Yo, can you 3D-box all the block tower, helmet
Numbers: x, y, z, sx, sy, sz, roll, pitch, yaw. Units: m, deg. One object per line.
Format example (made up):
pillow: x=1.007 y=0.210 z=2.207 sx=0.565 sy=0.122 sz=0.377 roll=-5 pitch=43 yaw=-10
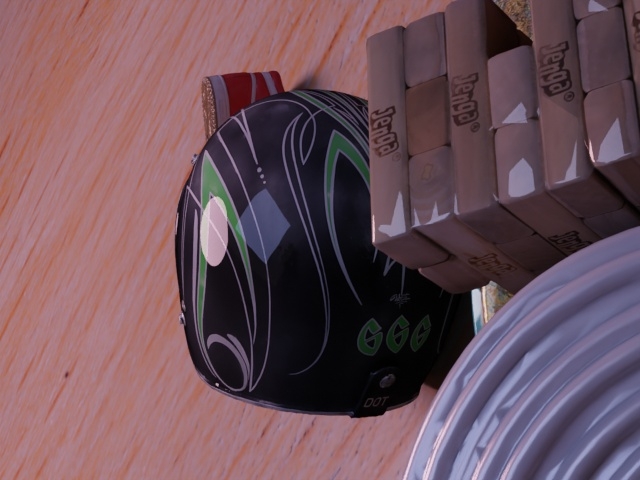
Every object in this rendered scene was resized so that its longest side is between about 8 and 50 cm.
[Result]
block tower: x=0.179 y=-0.070 z=0.436 sx=0.335 sy=0.091 sz=0.097 roll=-17 pitch=61 yaw=31
helmet: x=0.000 y=0.000 z=0.730 sx=0.169 sy=0.169 sz=0.161 roll=23 pitch=111 yaw=59

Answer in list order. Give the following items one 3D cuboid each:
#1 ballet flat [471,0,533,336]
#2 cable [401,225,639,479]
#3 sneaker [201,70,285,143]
ballet flat: x=0.131 y=-0.058 z=0.599 sx=0.123 sy=0.123 sz=0.348 roll=-31 pitch=49 yaw=49
cable: x=0.140 y=0.115 z=0.405 sx=0.257 sy=0.089 sz=0.257 roll=19 pitch=88 yaw=20
sneaker: x=-0.048 y=-0.068 z=0.966 sx=0.042 sy=0.067 sz=0.118 roll=-124 pitch=27 yaw=-50
